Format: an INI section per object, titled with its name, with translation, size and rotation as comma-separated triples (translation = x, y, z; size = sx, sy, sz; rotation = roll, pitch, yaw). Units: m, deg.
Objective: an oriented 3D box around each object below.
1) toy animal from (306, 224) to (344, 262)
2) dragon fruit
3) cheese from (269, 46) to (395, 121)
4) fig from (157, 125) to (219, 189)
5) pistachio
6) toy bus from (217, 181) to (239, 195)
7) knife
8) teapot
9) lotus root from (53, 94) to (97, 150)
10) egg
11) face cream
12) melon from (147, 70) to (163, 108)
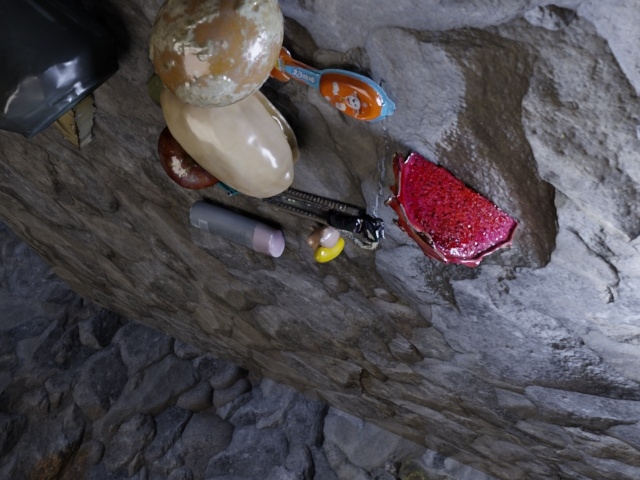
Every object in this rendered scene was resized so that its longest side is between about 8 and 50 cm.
[toy animal]
translation = 0.000, 0.000, 1.534
size = 0.082, 0.091, 0.114
rotation = 33, 159, 30
[dragon fruit]
translation = 0.207, -0.030, 1.174
size = 0.274, 0.161, 0.126
rotation = 33, 151, -7
[cheese]
translation = 0.013, -0.271, 1.105
size = 0.256, 0.037, 0.106
rotation = 25, 151, 12
[fig]
translation = -0.262, -0.207, 1.372
size = 0.160, 0.230, 0.143
rotation = 26, 119, -15
[pistachio]
translation = -0.172, -0.210, 1.226
size = 0.299, 0.187, 0.187
rotation = 44, 151, -23
[toy bus]
translation = -0.178, -0.162, 1.449
size = 0.092, 0.079, 0.160
rotation = 42, 150, -23
[knife]
translation = -0.022, -0.065, 1.466
size = 0.365, 0.043, 0.089
rotation = 20, 114, 24
[teapot]
translation = -0.621, -0.396, 1.228
size = 0.306, 0.376, 0.361
rotation = -29, 112, 27
[lotus root]
translation = -0.671, -0.346, 1.662
size = 0.170, 0.074, 0.261
rotation = 38, 154, -11
[egg]
translation = -0.164, -0.322, 1.024
size = 0.245, 0.203, 0.203
rotation = -29, 118, 33
[face cream]
translation = -0.228, -0.031, 1.728
size = 0.269, 0.073, 0.107
rotation = 20, 156, 22
[melon]
translation = -0.299, -0.312, 1.301
size = 0.131, 0.098, 0.098
rotation = 8, 145, 48
